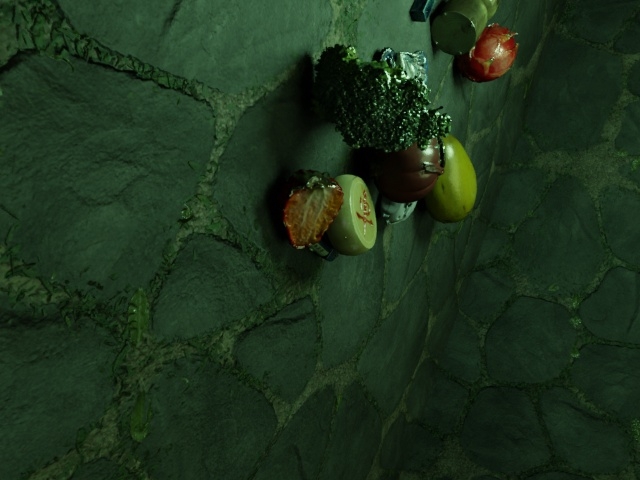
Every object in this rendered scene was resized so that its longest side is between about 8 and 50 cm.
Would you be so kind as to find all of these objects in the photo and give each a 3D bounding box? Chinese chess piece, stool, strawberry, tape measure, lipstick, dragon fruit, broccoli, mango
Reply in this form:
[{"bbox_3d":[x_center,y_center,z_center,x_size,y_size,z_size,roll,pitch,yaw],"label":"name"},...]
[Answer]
[{"bbox_3d":[0.092,-0.078,1.482,0.250,0.097,0.251,-10,90,-67],"label":"Chinese chess piece"},{"bbox_3d":[0.551,-0.853,1.826,0.264,0.179,0.179,-56,146,-26],"label":"stool"},{"bbox_3d":[-0.046,-0.096,1.336,0.190,0.111,0.237,-4,129,-27],"label":"strawberry"},{"bbox_3d":[0.311,-0.171,1.866,0.197,0.120,0.236,-6,115,-60],"label":"tape measure"},{"bbox_3d":[0.394,-0.899,1.674,0.051,0.051,0.312,43,67,-55],"label":"lipstick"},{"bbox_3d":[0.708,-0.793,2.065,0.241,0.252,0.241,-7,90,-90],"label":"dragon fruit"},{"bbox_3d":[0.121,-0.399,1.333,0.274,0.397,0.353,-38,128,13],"label":"broccoli"},{"bbox_3d":[0.569,-0.272,2.134,0.301,0.220,0.445,-47,139,-31],"label":"mango"}]

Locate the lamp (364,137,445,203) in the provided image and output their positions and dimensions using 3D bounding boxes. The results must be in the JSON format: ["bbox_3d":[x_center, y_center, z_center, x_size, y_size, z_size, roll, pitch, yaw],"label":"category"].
[{"bbox_3d":[0.278,-0.275,1.602,0.303,0.256,0.304,-8,90,-89],"label":"lamp"}]

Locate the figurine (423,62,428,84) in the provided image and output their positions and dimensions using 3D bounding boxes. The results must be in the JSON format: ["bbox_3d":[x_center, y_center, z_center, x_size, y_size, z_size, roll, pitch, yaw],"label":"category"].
[{"bbox_3d":[0.359,-0.604,1.752,0.149,0.087,0.086,27,45,-60],"label":"figurine"}]

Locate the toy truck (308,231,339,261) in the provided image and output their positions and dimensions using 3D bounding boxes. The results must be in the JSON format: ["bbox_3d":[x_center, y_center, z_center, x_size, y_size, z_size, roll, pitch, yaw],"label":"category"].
[{"bbox_3d":[0.000,0.000,1.489,0.088,0.074,0.201,-61,148,-8],"label":"toy truck"}]

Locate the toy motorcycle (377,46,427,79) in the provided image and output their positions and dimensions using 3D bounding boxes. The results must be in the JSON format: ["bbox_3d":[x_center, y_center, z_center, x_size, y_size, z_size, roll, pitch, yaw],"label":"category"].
[{"bbox_3d":[0.269,-0.534,1.616,0.239,0.108,0.204,-8,112,-26],"label":"toy motorcycle"}]
